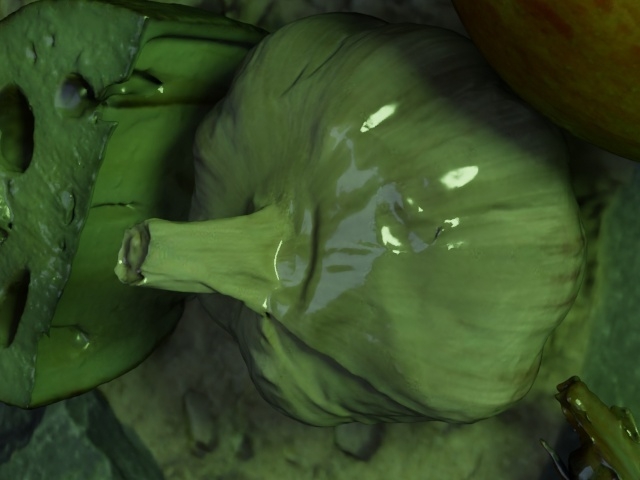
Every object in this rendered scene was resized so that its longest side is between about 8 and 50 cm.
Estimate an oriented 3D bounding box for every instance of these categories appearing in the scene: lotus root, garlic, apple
[{"bbox_3d":[-0.125,-0.036,1.067,0.138,0.119,0.235,37,115,25],"label":"lotus root"},{"bbox_3d":[0.000,0.000,0.933,0.218,0.212,0.218,7,101,39],"label":"garlic"},{"bbox_3d":[0.156,-0.121,0.829,0.196,0.196,0.196,4,98,33],"label":"apple"}]

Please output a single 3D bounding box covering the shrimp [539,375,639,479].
[{"bbox_3d":[0.217,0.159,0.893,0.152,0.063,0.287,-44,75,27],"label":"shrimp"}]
